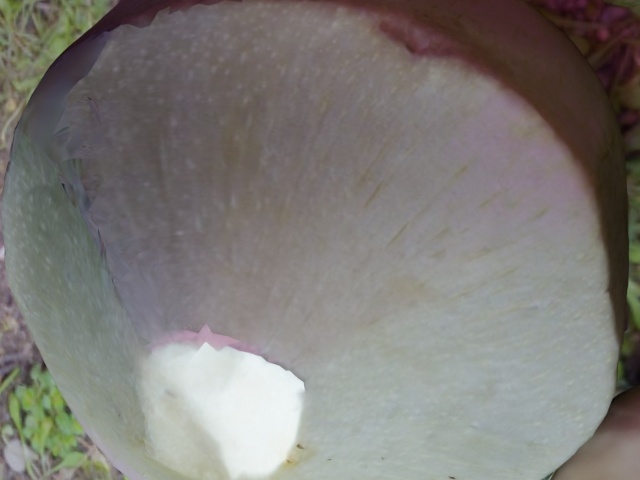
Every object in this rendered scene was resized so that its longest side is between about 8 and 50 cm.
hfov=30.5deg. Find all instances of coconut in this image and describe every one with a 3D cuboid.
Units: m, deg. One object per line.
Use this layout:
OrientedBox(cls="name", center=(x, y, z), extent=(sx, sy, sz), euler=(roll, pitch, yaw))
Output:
OrientedBox(cls="coconut", center=(0.000, 0.000, 0.647), extent=(0.352, 0.352, 0.352), euler=(3, 97, 24))

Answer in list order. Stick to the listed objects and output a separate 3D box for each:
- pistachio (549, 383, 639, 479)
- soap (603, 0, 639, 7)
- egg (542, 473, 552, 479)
OrientedBox(cls="pistachio", center=(0.269, 0.156, 0.630), extent=(0.299, 0.187, 0.187), euler=(-6, 93, 21))
OrientedBox(cls="soap", center=(0.213, -0.353, 0.597), extent=(0.306, 0.115, 0.427), euler=(-15, 88, 31))
OrientedBox(cls="egg", center=(0.103, 0.129, 0.758), extent=(0.110, 0.085, 0.085), euler=(-15, 90, 35))
